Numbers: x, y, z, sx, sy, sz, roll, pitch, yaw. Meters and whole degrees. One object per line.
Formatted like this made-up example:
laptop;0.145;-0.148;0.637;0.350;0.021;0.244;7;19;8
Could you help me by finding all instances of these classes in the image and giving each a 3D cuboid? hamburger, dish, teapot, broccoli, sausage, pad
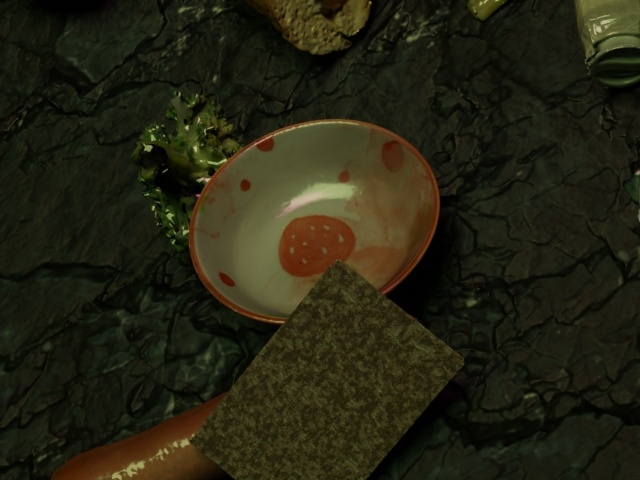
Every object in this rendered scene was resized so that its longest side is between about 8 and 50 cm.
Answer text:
hamburger;-0.056;-0.381;1.950;0.162;0.330;0.209;-16;18;-33
dish;0.000;0.000;1.762;0.260;0.085;0.260;-7;52;10
teapot;0.314;-0.255;1.777;0.107;0.077;0.200;-5;57;4
broccoli;-0.145;-0.072;1.853;0.154;0.160;0.167;29;97;23
sausage;-0.080;0.185;1.702;0.419;0.094;0.094;-27;93;10
pad;0.005;0.154;1.637;0.158;0.003;0.235;39;100;0

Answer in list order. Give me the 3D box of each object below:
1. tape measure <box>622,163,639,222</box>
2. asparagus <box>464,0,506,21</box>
tape measure;0.437;-0.013;1.553;0.330;0.084;0.164;31;120;18
asparagus;0.225;-0.315;1.880;0.045;0.041;0.178;35;82;34
